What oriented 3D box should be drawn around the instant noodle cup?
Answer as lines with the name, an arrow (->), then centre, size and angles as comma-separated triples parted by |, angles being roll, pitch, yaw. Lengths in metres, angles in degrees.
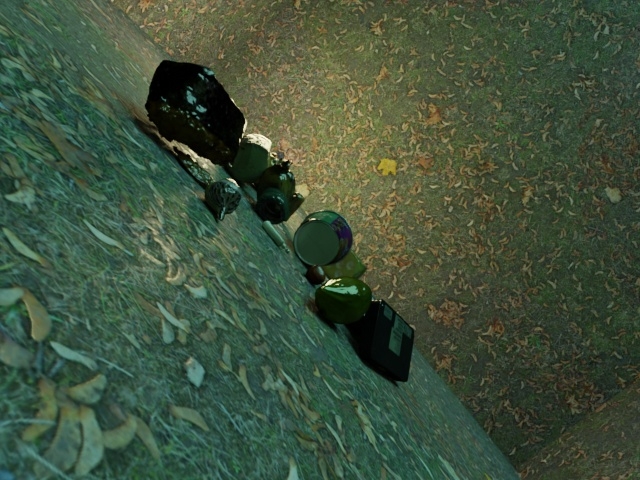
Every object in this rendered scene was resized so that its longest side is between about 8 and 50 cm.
instant noodle cup -> 0.000, 0.000, 1.893 | 0.251, 0.251, 0.190 | 50, 14, 2

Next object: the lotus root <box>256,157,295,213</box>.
lotus root -> -0.178, -0.230, 1.849 | 0.154, 0.277, 0.154 | 10, 34, -7

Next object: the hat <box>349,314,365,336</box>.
hat -> 0.161, 0.313, 1.703 | 0.205, 0.089, 0.205 | 50, -8, 9

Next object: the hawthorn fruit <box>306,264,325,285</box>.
hawthorn fruit -> -0.016, 0.128, 1.677 | 0.077, 0.077, 0.077 | 50, 5, -6

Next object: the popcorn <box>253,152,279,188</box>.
popcorn -> -0.260, -0.333, 2.236 | 0.250, 0.190, 0.250 | 48, -5, 6

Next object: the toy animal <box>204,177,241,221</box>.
toy animal -> -0.252, -0.111, 1.200 | 0.098, 0.098, 0.137 | 46, 7, -41

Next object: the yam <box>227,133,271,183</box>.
yam -> -0.306, -0.349, 1.939 | 0.202, 0.202, 0.271 | 4, 19, -12

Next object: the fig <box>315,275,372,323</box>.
fig -> 0.065, 0.195, 1.435 | 0.167, 0.167, 0.234 | 51, 28, 8

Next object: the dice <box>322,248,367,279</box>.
dice -> 0.113, 0.127, 2.214 | 0.169, 0.169, 0.166 | 52, 6, 15

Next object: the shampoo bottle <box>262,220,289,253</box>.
shampoo bottle -> -0.158, -0.011, 1.638 | 0.141, 0.034, 0.049 | 51, -2, 8

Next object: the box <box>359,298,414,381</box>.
box -> 0.245, 0.363, 1.613 | 0.350, 0.058, 0.211 | 44, 51, -48

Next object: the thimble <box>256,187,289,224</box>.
thimble -> -0.186, -0.132, 1.768 | 0.090, 0.119, 0.135 | -87, 156, -61

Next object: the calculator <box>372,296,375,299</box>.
calculator -> 0.190, 0.292, 1.875 | 0.256, 0.054, 0.386 | 46, -16, 20

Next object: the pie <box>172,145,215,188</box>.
pie -> -0.355, -0.199, 1.302 | 0.191, 0.033, 0.088 | 47, 13, -18

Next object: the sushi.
sushi -> -0.372, -0.356, 1.328 | 0.235, 0.207, 0.348 | 8, -17, 26

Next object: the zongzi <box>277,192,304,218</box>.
zongzi -> -0.164, -0.193, 2.206 | 0.078, 0.160, 0.176 | 40, 12, -40
